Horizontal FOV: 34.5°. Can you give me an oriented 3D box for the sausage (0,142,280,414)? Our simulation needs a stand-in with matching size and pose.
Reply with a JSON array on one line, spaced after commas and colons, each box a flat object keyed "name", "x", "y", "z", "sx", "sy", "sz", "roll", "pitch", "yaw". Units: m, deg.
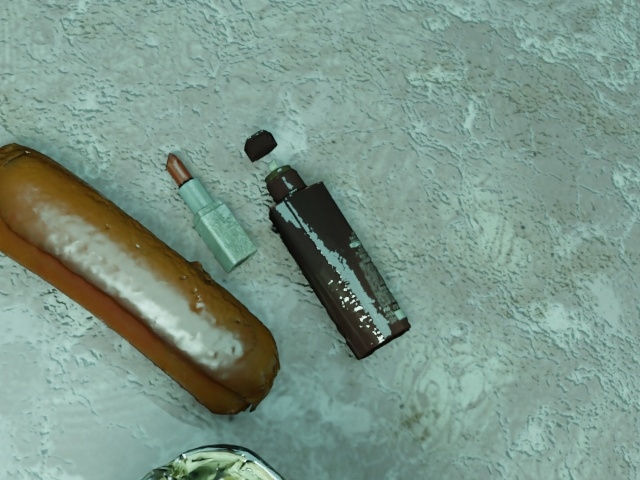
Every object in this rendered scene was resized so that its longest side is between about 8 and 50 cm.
[{"name": "sausage", "x": -0.172, "y": 0.031, "z": 0.908, "sx": 0.330, "sy": 0.102, "sz": 0.102, "roll": 38, "pitch": 62, "yaw": -1}]

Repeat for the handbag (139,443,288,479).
[{"name": "handbag", "x": -0.068, "y": 0.273, "z": 0.696, "sx": 0.160, "sy": 0.358, "sz": 0.237, "roll": -39, "pitch": 85, "yaw": -26}]

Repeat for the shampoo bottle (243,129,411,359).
[{"name": "shampoo bottle", "x": -0.001, "y": 0.000, "z": 0.992, "sx": 0.067, "sy": 0.068, "sz": 0.236, "roll": -29, "pitch": 80, "yaw": -24}]

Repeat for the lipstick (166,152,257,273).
[{"name": "lipstick", "x": -0.112, "y": -0.031, "z": 0.987, "sx": 0.030, "sy": 0.030, "sz": 0.129, "roll": -32, "pitch": 82, "yaw": -27}]
